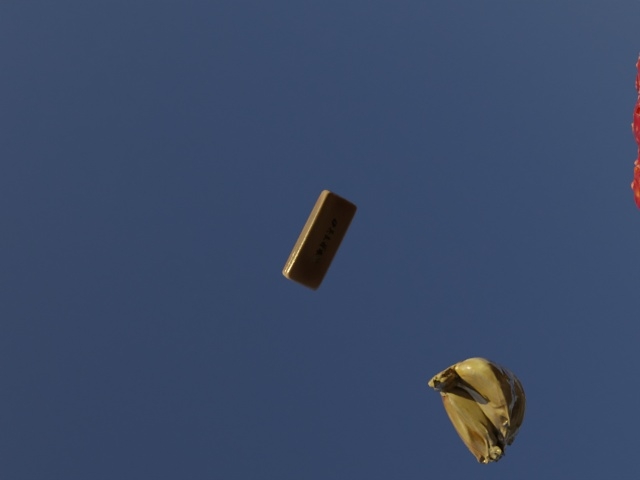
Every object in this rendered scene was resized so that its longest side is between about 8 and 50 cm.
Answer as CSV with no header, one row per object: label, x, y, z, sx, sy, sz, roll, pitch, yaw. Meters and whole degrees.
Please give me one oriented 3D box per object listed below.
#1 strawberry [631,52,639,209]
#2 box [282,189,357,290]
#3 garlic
strawberry,0.405,-0.114,1.016,0.261,0.261,0.257,9,-114,-18
box,0.000,0.000,1.292,0.048,0.025,0.115,28,-92,-26
garlic,0.153,0.152,1.023,0.074,0.113,0.094,-39,-109,-20
